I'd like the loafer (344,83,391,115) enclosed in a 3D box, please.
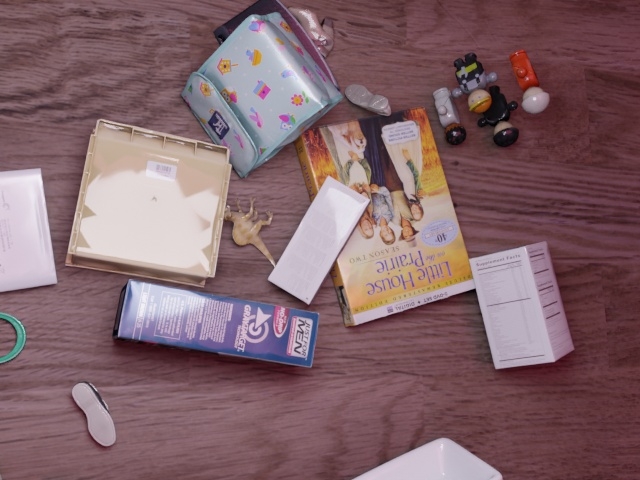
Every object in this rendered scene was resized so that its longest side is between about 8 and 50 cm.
[{"bbox_3d":[0.102,-0.299,1.526,0.045,0.125,0.039,-50,140,-7],"label":"loafer"}]

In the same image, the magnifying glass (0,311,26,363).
[{"bbox_3d":[-0.636,0.172,1.227,0.231,0.026,0.092,1,81,-18],"label":"magnifying glass"}]

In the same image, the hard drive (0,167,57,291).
[{"bbox_3d":[-0.639,-0.005,1.224,0.318,0.040,0.210,-8,98,-20],"label":"hard drive"}]

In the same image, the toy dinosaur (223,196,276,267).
[{"bbox_3d":[-0.139,-0.025,1.418,0.183,0.053,0.093,49,60,-37],"label":"toy dinosaur"}]

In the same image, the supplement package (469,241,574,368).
[{"bbox_3d":[0.435,0.137,1.524,0.134,0.139,0.244,-7,83,-53],"label":"supplement package"}]

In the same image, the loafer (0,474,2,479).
[{"bbox_3d":[-0.631,0.346,1.164,0.102,0.092,0.268,-40,96,-20],"label":"loafer"}]

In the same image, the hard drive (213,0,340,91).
[{"bbox_3d":[-0.086,-0.381,1.481,0.172,0.054,0.255,-37,95,-11],"label":"hard drive"}]

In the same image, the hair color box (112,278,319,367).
[{"bbox_3d":[-0.195,0.159,1.303,0.347,0.174,0.105,12,78,-17],"label":"hair color box"}]

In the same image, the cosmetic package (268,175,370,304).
[{"bbox_3d":[0.000,0.000,1.408,0.099,0.060,0.239,31,92,9],"label":"cosmetic package"}]

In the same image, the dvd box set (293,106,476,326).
[{"bbox_3d":[0.140,-0.058,1.515,0.307,0.062,0.420,-14,86,-20],"label":"dvd box set"}]

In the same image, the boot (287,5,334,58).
[{"bbox_3d":[-0.025,-0.449,1.533,0.118,0.042,0.087,16,85,-8],"label":"boot"}]

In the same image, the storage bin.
[{"bbox_3d":[-0.318,-0.065,1.324,0.262,0.123,0.260,11,77,-17],"label":"storage bin"}]

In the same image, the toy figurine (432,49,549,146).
[{"bbox_3d":[0.369,-0.302,1.553,0.209,0.213,0.148,-7,70,-21],"label":"toy figurine"}]

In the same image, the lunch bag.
[{"bbox_3d":[-0.129,-0.275,1.375,0.223,0.262,0.160,53,25,-4],"label":"lunch bag"}]

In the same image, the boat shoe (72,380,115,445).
[{"bbox_3d":[-0.406,0.312,1.278,0.046,0.038,0.125,-32,92,-2],"label":"boat shoe"}]

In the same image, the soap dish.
[{"bbox_3d":[0.200,0.515,1.368,0.290,0.229,0.118,-18,104,-21],"label":"soap dish"}]
